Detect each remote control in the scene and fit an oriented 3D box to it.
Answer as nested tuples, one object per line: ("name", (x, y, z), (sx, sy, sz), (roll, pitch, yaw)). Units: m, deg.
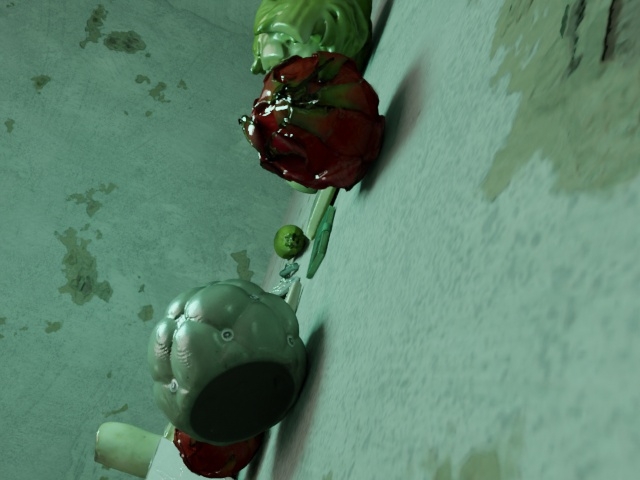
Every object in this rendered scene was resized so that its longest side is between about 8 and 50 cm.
("remote control", (-0.100, 0.137, 1.389), (0.073, 0.044, 0.229), (-37, 2, -18))

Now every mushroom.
("mushroom", (-0.373, 0.535, 1.244), (0.314, 0.336, 0.314), (-166, 90, -89))

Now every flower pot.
("flower pot", (-0.143, 0.179, 0.805), (0.195, 0.246, 0.246), (54, 129, 51))

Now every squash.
("squash", (-0.089, 0.000, 1.518), (0.341, 0.094, 0.094), (136, 153, -80))

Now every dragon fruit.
("dragon fruit", (-0.195, 0.365, 0.996), (0.209, 0.172, 0.172), (-26, 41, 52))
("dragon fruit", (-0.004, -0.180, 0.810), (0.293, 0.234, 0.233), (-86, 16, -80))

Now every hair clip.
("hair clip", (-0.087, 0.200, 1.167), (0.072, 0.034, 0.226), (-136, 67, -79))

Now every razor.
("razor", (-0.094, 0.088, 1.516), (0.211, 0.036, 0.084), (131, 155, -73))

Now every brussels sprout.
("brussels sprout", (-0.014, -0.626, 1.559), (0.425, 0.342, 0.361), (135, 152, -74))

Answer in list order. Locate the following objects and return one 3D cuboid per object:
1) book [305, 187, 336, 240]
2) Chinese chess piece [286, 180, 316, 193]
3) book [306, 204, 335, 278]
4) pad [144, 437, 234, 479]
("book", (0.041, -0.193, 1.239), (0.239, 0.035, 0.352), (-79, 10, -68))
("Chinese chess piece", (-0.011, -0.248, 1.396), (0.250, 0.101, 0.250), (22, -90, -90))
("book", (0.000, 0.000, 1.095), (0.103, 0.017, 0.135), (117, 170, -51))
("pad", (-0.273, 0.522, 1.068), (0.004, 0.232, 0.156), (26, -98, -63))
